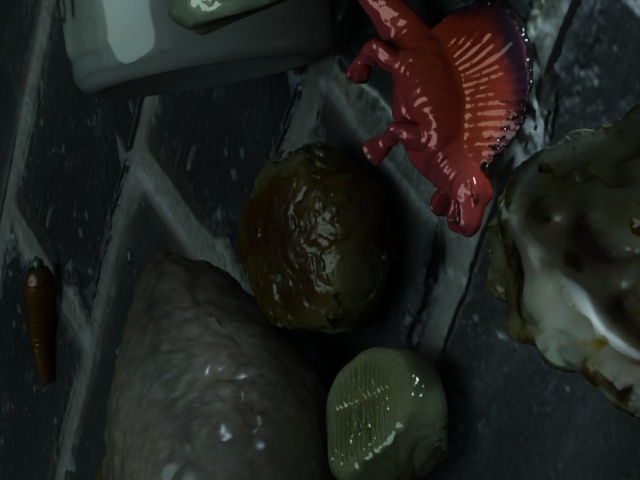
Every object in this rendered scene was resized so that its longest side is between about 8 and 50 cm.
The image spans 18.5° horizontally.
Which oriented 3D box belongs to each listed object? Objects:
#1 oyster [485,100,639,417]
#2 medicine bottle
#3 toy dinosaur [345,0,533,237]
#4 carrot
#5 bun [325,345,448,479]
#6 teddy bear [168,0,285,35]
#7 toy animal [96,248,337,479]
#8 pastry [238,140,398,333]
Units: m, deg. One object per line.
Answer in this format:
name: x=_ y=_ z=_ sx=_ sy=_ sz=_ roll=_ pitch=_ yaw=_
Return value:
oyster: x=0.221 y=0.027 z=1.116 sx=0.361 sy=0.096 sz=0.221 roll=-31 pitch=70 yaw=57
medicine bottle: x=-0.119 y=-0.308 z=1.519 sx=0.211 sy=0.211 sz=0.372 roll=-12 pitch=87 yaw=60
toy dinosaur: x=0.084 y=-0.140 z=1.376 sx=0.139 sy=0.070 sz=0.286 roll=-36 pitch=59 yaw=44
carrot: x=-0.292 y=0.083 z=2.069 sx=0.035 sy=0.035 sz=0.142 roll=33 pitch=128 yaw=54
bun: x=0.054 y=0.133 z=1.441 sx=0.115 sy=0.069 sz=0.115 roll=-28 pitch=53 yaw=44
teddy bear: x=-0.014 y=-0.341 z=1.267 sx=0.327 sy=0.375 sz=0.362 roll=-22 pitch=92 yaw=20
toy animal: x=-0.076 y=0.185 z=1.537 sx=0.358 sy=0.188 sz=0.226 roll=-104 pitch=19 yaw=-49
pastry: x=-0.003 y=0.002 z=1.509 sx=0.153 sy=0.081 sz=0.153 roll=-1 pitch=89 yaw=59
